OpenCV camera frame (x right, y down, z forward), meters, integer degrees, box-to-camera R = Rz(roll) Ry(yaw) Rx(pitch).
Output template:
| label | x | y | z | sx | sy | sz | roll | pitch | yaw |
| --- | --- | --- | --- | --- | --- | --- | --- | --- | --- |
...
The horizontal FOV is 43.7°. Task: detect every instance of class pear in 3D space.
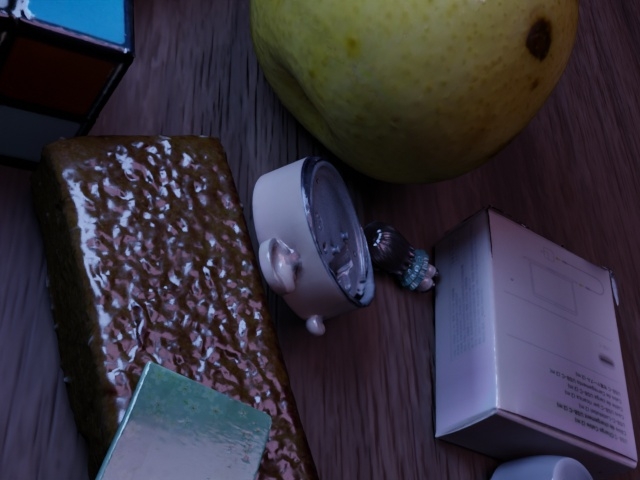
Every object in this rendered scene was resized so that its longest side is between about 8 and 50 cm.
| label | x | y | z | sx | sy | sz | roll | pitch | yaw |
| --- | --- | --- | --- | --- | --- | --- | --- | --- | --- |
| pear | 0.094 | -0.230 | 0.827 | 0.348 | 0.348 | 0.348 | 19 | 53 | -28 |

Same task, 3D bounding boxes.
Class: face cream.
| label | x | y | z | sx | sy | sz | roll | pitch | yaw |
| --- | --- | --- | --- | --- | --- | --- | --- | --- | --- |
| face cream | 0.217 | 0.257 | 0.787 | 0.091 | 0.095 | 0.091 | 20 | 52 | -28 |

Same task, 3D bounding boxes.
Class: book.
| label | x | y | z | sx | sy | sz | roll | pitch | yaw |
| --- | --- | --- | --- | --- | --- | --- | --- | --- | --- |
| book | -0.090 | 0.157 | 0.512 | 0.103 | 0.017 | 0.135 | 27 | 52 | -12 |

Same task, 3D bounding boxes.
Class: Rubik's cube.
| label | x | y | z | sx | sy | sz | roll | pitch | yaw |
| --- | --- | --- | --- | --- | --- | --- | --- | --- | --- |
| Rubik's cube | -0.261 | -0.180 | 0.630 | 0.180 | 0.183 | 0.167 | 13 | 58 | -34 |

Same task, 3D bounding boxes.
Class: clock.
| label | x | y | z | sx | sy | sz | roll | pitch | yaw |
| --- | --- | --- | --- | --- | --- | --- | --- | --- | --- |
| clock | 0.000 | 0.000 | 0.756 | 0.156 | 0.063 | 0.229 | 68 | 21 | -5 |

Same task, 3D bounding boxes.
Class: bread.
| label | x | y | z | sx | sy | sz | roll | pitch | yaw |
| --- | --- | --- | --- | --- | --- | --- | --- | --- | --- |
| bread | -0.110 | 0.109 | 0.614 | 0.165 | 0.113 | 0.417 | -1 | 64 | -33 |

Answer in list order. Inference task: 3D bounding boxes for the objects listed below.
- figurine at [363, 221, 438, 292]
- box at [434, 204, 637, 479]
| label | x | y | z | sx | sy | sz | roll | pitch | yaw |
| --- | --- | --- | --- | --- | --- | --- | --- | --- | --- |
| figurine | 0.082 | 0.023 | 0.869 | 0.106 | 0.047 | 0.060 | 33 | 83 | -27 |
| box | 0.233 | 0.116 | 0.882 | 0.203 | 0.106 | 0.252 | 25 | 50 | -25 |
